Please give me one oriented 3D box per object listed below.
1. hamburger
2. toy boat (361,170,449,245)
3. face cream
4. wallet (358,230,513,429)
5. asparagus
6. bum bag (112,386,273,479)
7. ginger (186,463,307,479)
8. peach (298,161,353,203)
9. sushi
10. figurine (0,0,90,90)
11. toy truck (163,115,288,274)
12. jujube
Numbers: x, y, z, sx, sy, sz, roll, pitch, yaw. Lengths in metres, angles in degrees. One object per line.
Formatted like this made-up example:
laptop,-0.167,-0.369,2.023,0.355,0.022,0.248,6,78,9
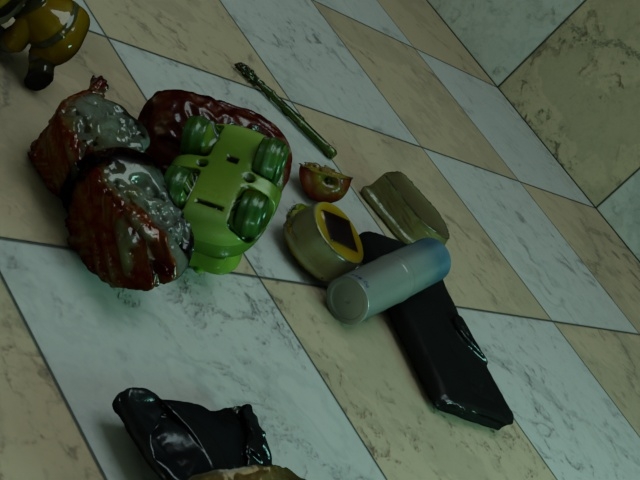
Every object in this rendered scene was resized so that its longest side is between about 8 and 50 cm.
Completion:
hamburger,0.000,0.000,1.934,0.126,0.081,0.141,0,61,-59
toy boat,0.166,-0.044,2.343,0.188,0.061,0.116,51,21,13
face cream,0.108,0.059,1.951,0.077,0.077,0.250,50,36,13
wallet,0.183,0.145,2.044,0.197,0.051,0.377,22,32,-40
asparagus,-0.063,-0.240,2.335,0.248,0.025,0.024,44,64,-4
bum bag,-0.117,0.214,1.353,0.248,0.060,0.123,11,39,-57
ginger,-0.008,0.316,1.290,0.354,0.126,0.190,32,35,-24
peach,0.002,-0.095,2.138,0.098,0.061,0.098,16,8,-2
sushi,-0.250,-0.060,1.528,0.130,0.124,0.332,-1,50,-47
figurine,-0.413,-0.331,1.655,0.257,0.167,0.192,33,51,-34
toy truck,-0.132,-0.038,1.658,0.148,0.210,0.187,18,36,3
jujube,-0.152,-0.127,1.804,0.230,0.155,0.155,20,31,-31
